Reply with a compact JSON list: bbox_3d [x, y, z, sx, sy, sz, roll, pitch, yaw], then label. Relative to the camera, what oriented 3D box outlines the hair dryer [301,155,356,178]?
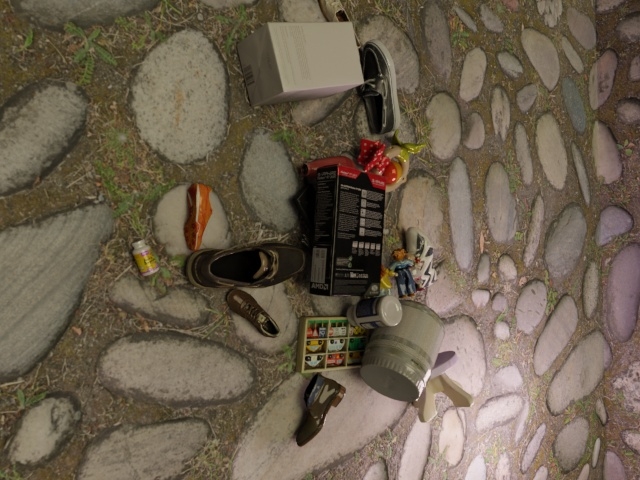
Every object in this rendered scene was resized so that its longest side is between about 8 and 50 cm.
[{"bbox_3d":[0.057,-0.156,1.460,0.293,0.080,0.224,39,61,-29],"label":"hair dryer"}]

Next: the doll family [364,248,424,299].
[{"bbox_3d":[0.241,0.115,1.547,0.262,0.118,0.163,-15,93,-12],"label":"doll family"}]

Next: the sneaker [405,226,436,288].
[{"bbox_3d":[0.327,0.082,1.669,0.153,0.094,0.235,-36,122,-40],"label":"sneaker"}]

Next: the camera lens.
[{"bbox_3d":[0.268,0.347,1.526,0.219,0.219,0.274,53,49,-25],"label":"camera lens"}]

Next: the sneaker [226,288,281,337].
[{"bbox_3d":[-0.176,0.201,1.302,0.188,0.071,0.066,48,64,-28],"label":"sneaker"}]

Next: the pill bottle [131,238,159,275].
[{"bbox_3d":[-0.423,0.040,1.129,0.043,0.043,0.083,-28,107,-34],"label":"pill bottle"}]

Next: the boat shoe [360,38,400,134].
[{"bbox_3d":[0.181,-0.500,1.550,0.102,0.108,0.301,-27,114,-35],"label":"boat shoe"}]

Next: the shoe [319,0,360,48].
[{"bbox_3d":[0.064,-0.696,1.480,0.076,0.058,0.219,-39,113,-30],"label":"shoe"}]

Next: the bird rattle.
[{"bbox_3d":[0.234,-0.253,1.573,0.253,0.143,0.207,-33,133,-35],"label":"bird rattle"}]

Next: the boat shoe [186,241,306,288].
[{"bbox_3d":[-0.174,0.075,1.265,0.355,0.130,0.132,-8,95,-37],"label":"boat shoe"}]

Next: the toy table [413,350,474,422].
[{"bbox_3d":[0.402,0.513,1.662,0.274,0.252,0.161,-18,85,-30],"label":"toy table"}]

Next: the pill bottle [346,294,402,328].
[{"bbox_3d":[0.162,0.224,1.457,0.094,0.169,0.094,12,70,-36],"label":"pill bottle"}]

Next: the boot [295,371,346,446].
[{"bbox_3d":[-0.029,0.506,1.423,0.106,0.082,0.219,41,78,-14],"label":"boot"}]

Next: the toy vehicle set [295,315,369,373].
[{"bbox_3d":[0.045,0.324,1.495,0.266,0.035,0.166,6,87,-37],"label":"toy vehicle set"}]

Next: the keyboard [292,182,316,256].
[{"bbox_3d":[0.000,0.000,1.431,0.317,0.033,0.201,60,34,-20],"label":"keyboard"}]

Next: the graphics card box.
[{"bbox_3d":[0.086,-0.021,1.387,0.232,0.094,0.371,5,86,-47],"label":"graphics card box"}]

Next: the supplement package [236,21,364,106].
[{"bbox_3d":[-0.052,-0.494,1.321,0.292,0.175,0.178,-19,101,-35],"label":"supplement package"}]

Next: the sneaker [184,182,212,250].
[{"bbox_3d":[-0.306,-0.058,1.208,0.067,0.064,0.175,9,88,-47],"label":"sneaker"}]
